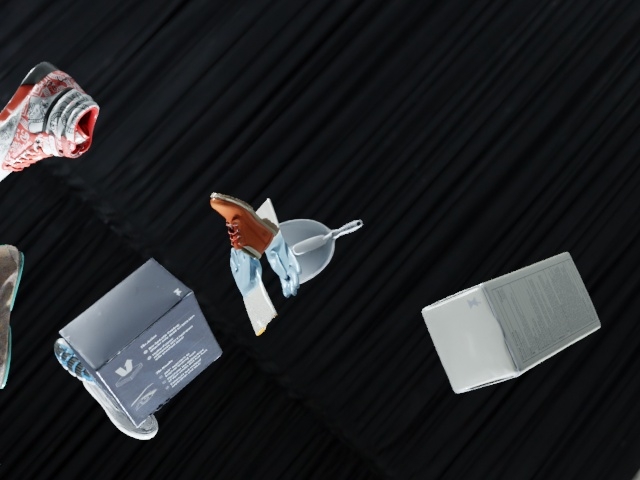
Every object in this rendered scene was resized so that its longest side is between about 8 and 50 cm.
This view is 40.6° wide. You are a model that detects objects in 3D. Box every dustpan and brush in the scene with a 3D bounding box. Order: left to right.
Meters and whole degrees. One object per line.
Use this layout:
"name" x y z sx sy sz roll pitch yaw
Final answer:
"dustpan and brush" 0.000 0.000 2.020 0.147 0.211 0.060 66 161 6

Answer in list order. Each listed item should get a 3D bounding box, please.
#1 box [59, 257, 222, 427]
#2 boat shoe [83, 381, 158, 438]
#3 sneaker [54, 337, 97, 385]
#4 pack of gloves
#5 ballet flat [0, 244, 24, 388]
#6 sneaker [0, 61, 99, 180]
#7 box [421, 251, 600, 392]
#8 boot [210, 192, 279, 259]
"box" -0.233 0.136 1.147 0.093 0.156 0.158 36 156 32
"boat shoe" -0.374 0.295 1.633 0.184 0.066 0.063 47 140 15
"sneaker" -0.328 0.194 1.378 0.191 0.082 0.071 28 147 -7
"pack of gloves" -0.112 0.058 1.898 0.046 0.195 0.232 7 -133 -42
"ballet flat" -0.713 0.163 1.845 0.106 0.315 0.108 10 172 -38
"sneaker" -0.509 -0.172 1.547 0.145 0.270 0.090 38 -172 8
"box" 0.311 0.124 1.377 0.121 0.311 0.147 -27 79 39
"boot" -0.159 -0.028 1.682 0.158 0.084 0.059 36 163 -24
